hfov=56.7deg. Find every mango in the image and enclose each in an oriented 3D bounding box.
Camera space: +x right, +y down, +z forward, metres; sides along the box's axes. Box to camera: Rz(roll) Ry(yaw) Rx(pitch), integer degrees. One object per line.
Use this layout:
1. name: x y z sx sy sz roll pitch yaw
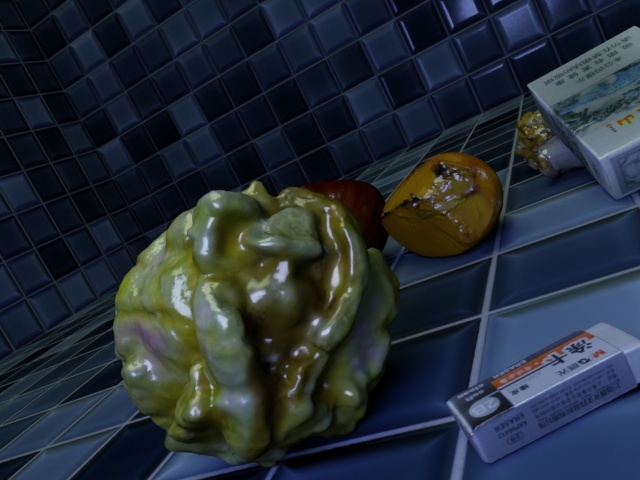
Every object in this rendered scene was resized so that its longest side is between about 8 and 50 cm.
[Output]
1. mango: 0.169 -0.049 0.839 0.154 0.126 0.252 -41 3 -4

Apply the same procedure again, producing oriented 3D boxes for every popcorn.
1. popcorn: -0.053 0.076 0.492 0.259 0.212 0.259 3 -18 1

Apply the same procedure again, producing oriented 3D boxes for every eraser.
1. eraser: 0.146 0.096 0.385 0.122 0.029 0.052 -28 10 0

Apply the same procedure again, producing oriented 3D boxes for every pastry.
1. pastry: 0.456 -0.215 1.007 0.250 0.102 0.154 -28 8 2

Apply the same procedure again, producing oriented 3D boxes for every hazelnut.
1. hazelnut: 0.002 0.002 0.934 0.181 0.180 0.212 3 -12 -41

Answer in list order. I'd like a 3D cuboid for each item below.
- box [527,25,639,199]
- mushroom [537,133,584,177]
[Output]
1. box: 0.393 -0.174 0.765 0.164 0.069 0.256 -28 30 15
2. mushroom: 0.480 -0.194 0.863 0.352 0.097 0.109 -28 11 10
